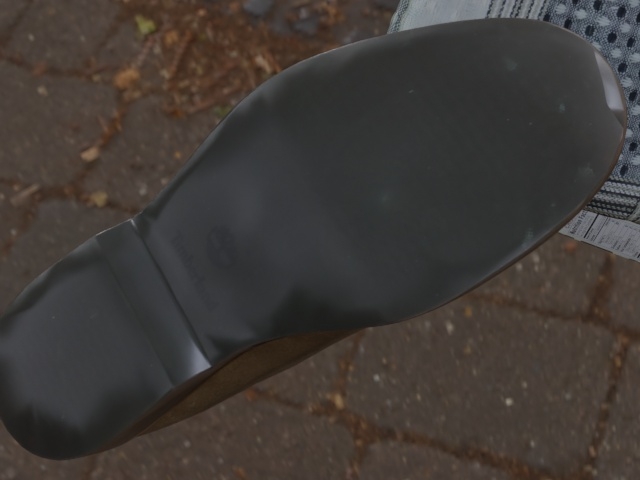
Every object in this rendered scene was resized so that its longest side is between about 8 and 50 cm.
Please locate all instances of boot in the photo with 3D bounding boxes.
[{"bbox_3d":[0.000,0.000,0.628,0.305,0.115,0.112,-29,76,25],"label":"boot"}]

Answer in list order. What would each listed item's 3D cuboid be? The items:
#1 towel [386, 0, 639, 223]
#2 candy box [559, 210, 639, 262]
[{"bbox_3d":[0.209,-0.168,0.934,0.312,0.324,0.056,14,20,-23],"label":"towel"},{"bbox_3d":[0.385,-0.048,1.622,0.233,0.071,0.159,21,52,1],"label":"candy box"}]
